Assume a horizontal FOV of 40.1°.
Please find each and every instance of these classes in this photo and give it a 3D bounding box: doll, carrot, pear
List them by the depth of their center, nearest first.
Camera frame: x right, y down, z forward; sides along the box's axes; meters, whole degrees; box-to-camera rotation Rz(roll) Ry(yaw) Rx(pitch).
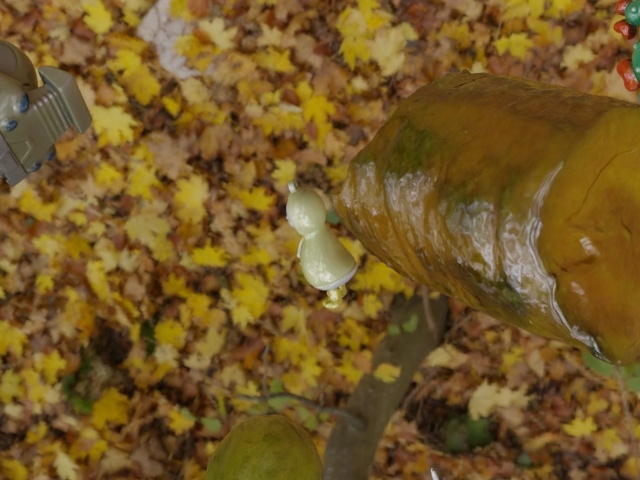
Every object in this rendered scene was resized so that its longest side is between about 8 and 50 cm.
[{"bbox_3d":[0.199,-0.037,0.872,0.241,0.241,0.340,47,169,-35],"label":"carrot"},{"bbox_3d":[-0.011,0.003,1.928,0.117,0.141,0.296,-22,105,26],"label":"doll"},{"bbox_3d":[-0.127,0.534,1.938,0.252,0.307,0.253,13,140,11],"label":"pear"}]

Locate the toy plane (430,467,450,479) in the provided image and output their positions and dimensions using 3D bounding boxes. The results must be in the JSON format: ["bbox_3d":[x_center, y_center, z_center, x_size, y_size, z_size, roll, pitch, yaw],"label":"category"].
[{"bbox_3d":[0.215,0.448,1.576,0.084,0.077,0.024,65,163,5],"label":"toy plane"}]

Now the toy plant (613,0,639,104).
[{"bbox_3d":[0.669,-0.399,1.521,0.279,0.185,0.400,35,121,10],"label":"toy plant"}]

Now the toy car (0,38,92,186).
[{"bbox_3d":[-0.614,-0.291,1.600,0.336,0.226,0.242,45,164,16],"label":"toy car"}]
